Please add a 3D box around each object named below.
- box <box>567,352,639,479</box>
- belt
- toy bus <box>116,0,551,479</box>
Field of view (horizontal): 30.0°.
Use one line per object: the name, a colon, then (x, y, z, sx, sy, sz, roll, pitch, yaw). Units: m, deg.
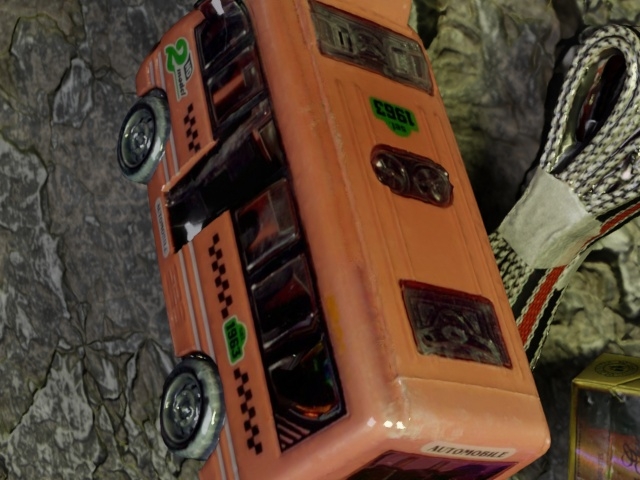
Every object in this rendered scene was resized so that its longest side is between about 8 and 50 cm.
box: (0.302, 0.181, 0.865, 0.240, 0.071, 0.159, 7, 102, 34)
belt: (0.177, -0.005, 0.913, 0.126, 0.094, 0.359, 50, 120, 25)
toy bus: (0.000, 0.000, 0.897, 0.233, 0.203, 0.427, -39, 52, 37)
